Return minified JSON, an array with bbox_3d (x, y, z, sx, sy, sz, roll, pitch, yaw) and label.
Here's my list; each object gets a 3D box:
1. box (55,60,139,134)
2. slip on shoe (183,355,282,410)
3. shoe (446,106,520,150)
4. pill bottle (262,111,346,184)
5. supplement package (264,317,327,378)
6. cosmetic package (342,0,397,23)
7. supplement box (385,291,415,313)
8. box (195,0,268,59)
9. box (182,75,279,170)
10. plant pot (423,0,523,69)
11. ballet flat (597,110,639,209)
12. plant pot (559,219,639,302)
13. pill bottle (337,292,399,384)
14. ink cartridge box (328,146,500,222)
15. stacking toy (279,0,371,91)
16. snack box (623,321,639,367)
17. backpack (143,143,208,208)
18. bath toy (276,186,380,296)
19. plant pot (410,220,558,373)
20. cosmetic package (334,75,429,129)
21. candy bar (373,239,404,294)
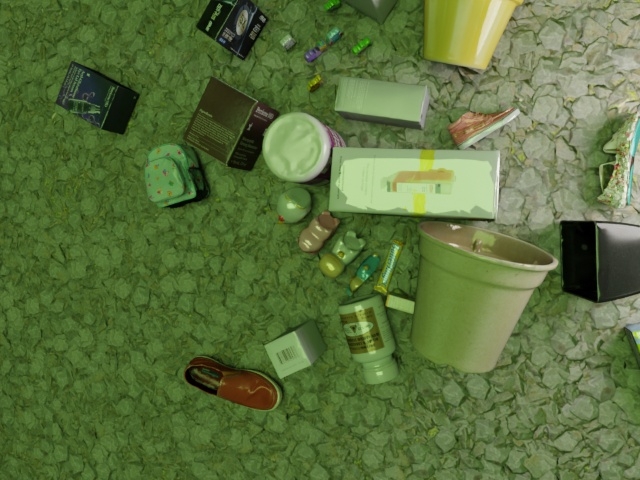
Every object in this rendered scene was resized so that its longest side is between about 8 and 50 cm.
[{"bbox_3d":[-0.725,-0.463,1.560,0.207,0.108,0.153,28,100,13],"label":"box"},{"bbox_3d":[-0.278,0.451,1.490,0.331,0.101,0.123,17,96,13],"label":"slip on shoe"},{"bbox_3d":[0.426,-0.316,1.263,0.178,0.063,0.081,-31,90,20],"label":"shoe"},{"bbox_3d":[-0.023,-0.231,1.272,0.169,0.301,0.170,1,94,16],"label":"pill bottle"},{"bbox_3d":[-0.066,0.307,1.379,0.105,0.179,0.105,-28,85,16],"label":"supplement package"},{"bbox_3d":[0.080,-0.714,1.174,0.217,0.385,0.156,37,101,13],"label":"cosmetic package"},{"bbox_3d":[0.237,0.177,1.346,0.098,0.062,0.036,15,96,15],"label":"supplement box"},{"bbox_3d":[-0.249,-0.626,1.377,0.077,0.180,0.147,37,101,12],"label":"box"},{"bbox_3d":[-0.260,-0.335,1.403,0.167,0.168,0.203,31,102,13],"label":"box"},{"bbox_3d":[0.360,-0.561,1.189,0.253,0.254,0.239,16,113,14],"label":"plant pot"},{"bbox_3d":[0.733,-0.198,1.177,0.077,0.091,0.241,10,92,37],"label":"ballet flat"},{"bbox_3d":[0.703,0.042,1.153,0.166,0.187,0.188,-2,92,4],"label":"plant pot"},{"bbox_3d":[0.140,0.275,1.344,0.131,0.131,0.230,-17,89,16],"label":"pill bottle"},{"bbox_3d":[0.241,-0.138,1.217,0.384,0.279,0.161,5,93,15],"label":"ink cartridge box"},{"bbox_3d":[0.011,-0.562,1.378,0.221,0.052,0.167,-35,85,13],"label":"stacking toy"},{"bbox_3d":[0.876,0.287,1.166,0.174,0.070,0.207,-21,86,16],"label":"snack box"},{"bbox_3d":[-0.457,-0.206,1.483,0.165,0.144,0.189,-14,86,22],"label":"backpack"},{"bbox_3d":[0.000,0.000,1.377,0.348,0.151,0.129,44,139,10],"label":"bath toy"},{"bbox_3d":[0.367,0.144,1.190,0.333,0.334,0.306,15,106,15],"label":"plant pot"},{"bbox_3d":[0.170,-0.372,1.302,0.237,0.127,0.107,9,95,14],"label":"cosmetic package"},{"bbox_3d":[0.197,0.073,1.375,0.040,0.018,0.162,21,99,14],"label":"candy bar"}]
